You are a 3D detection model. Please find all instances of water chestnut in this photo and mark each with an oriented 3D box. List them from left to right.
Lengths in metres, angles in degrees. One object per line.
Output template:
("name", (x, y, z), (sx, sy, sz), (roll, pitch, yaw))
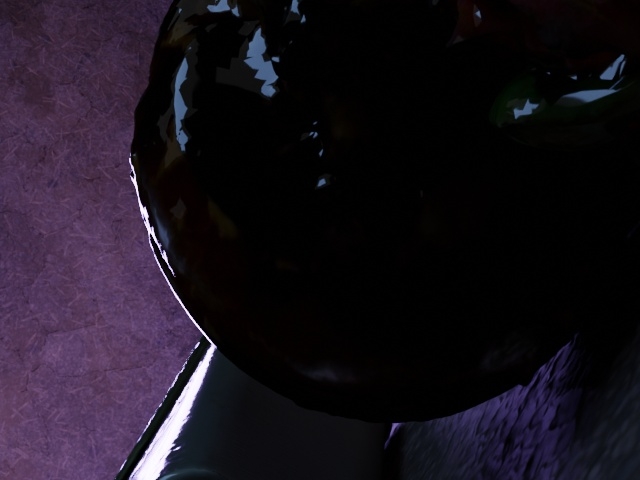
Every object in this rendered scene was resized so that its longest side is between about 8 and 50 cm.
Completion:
("water chestnut", (0.033, -0.060, 0.607), (0.300, 0.300, 0.300), (-58, 1, 2))

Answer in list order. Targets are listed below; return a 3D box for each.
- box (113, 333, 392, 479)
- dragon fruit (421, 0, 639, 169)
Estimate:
("box", (-0.096, 0.261, 0.852), (0.351, 0.177, 0.344), (-57, 5, 10))
("dragon fruit", (0.144, -0.171, 0.445), (0.234, 0.234, 0.293), (127, 158, -75))
